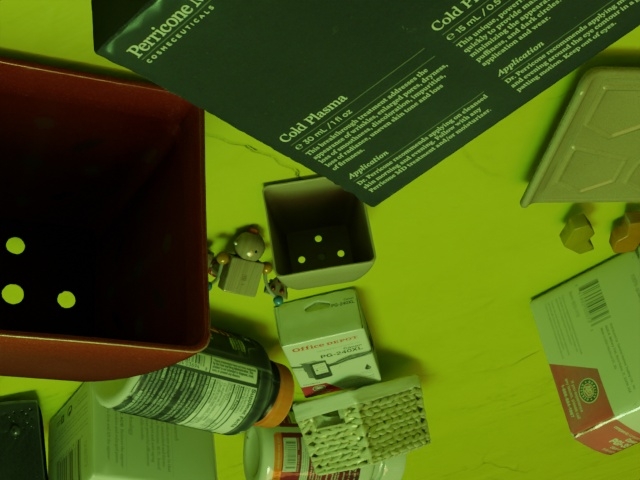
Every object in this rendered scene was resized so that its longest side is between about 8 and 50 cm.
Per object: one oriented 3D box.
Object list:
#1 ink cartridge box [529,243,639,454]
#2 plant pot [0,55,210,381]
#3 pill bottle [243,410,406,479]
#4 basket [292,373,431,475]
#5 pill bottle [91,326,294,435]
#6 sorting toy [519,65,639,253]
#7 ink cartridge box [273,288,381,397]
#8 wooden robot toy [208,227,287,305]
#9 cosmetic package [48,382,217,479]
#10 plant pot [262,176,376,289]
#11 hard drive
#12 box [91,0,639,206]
[{"bbox_3d":[0.434,0.118,1.418,0.283,0.207,0.117,-31,141,27],"label":"ink cartridge box"},{"bbox_3d":[-0.273,0.009,1.068,0.267,0.267,0.236,8,152,-24],"label":"plant pot"},{"bbox_3d":[0.006,0.312,1.653,0.221,0.121,0.121,4,142,-19],"label":"pill bottle"},{"bbox_3d":[0.061,0.251,1.536,0.113,0.103,0.167,-20,170,36],"label":"basket"},{"bbox_3d":[-0.152,0.172,1.412,0.246,0.130,0.130,21,134,-36],"label":"pill bottle"},{"bbox_3d":[0.338,-0.088,1.262,0.229,0.041,0.307,-5,145,-16],"label":"sorting toy"},{"bbox_3d":[0.011,0.136,1.459,0.109,0.063,0.150,-14,145,5],"label":"ink cartridge box"},{"bbox_3d":[-0.099,0.017,1.289,0.173,0.076,0.079,14,103,-30],"label":"wooden robot toy"},{"bbox_3d":[-0.259,0.296,1.536,0.184,0.151,0.151,16,137,-31],"label":"cosmetic package"},{"bbox_3d":[0.000,0.000,1.243,0.109,0.109,0.096,-9,157,-1],"label":"plant pot"},{"bbox_3d":[-0.485,0.313,1.498,0.255,0.172,0.054,-12,163,4],"label":"hard drive"},{"bbox_3d":[0.049,-0.231,0.865,0.343,0.179,0.312,-34,139,29],"label":"box"}]
